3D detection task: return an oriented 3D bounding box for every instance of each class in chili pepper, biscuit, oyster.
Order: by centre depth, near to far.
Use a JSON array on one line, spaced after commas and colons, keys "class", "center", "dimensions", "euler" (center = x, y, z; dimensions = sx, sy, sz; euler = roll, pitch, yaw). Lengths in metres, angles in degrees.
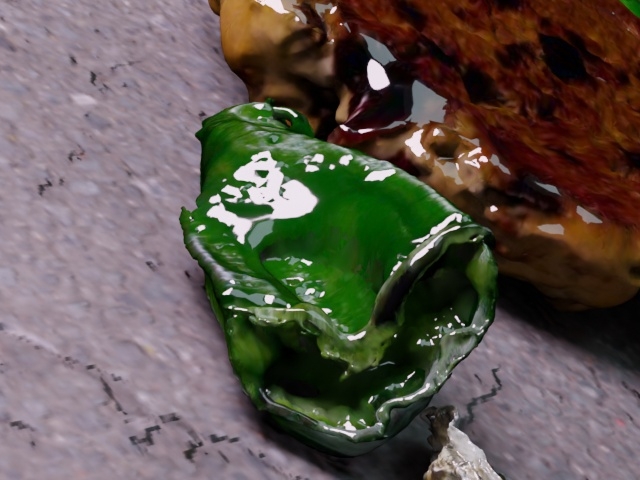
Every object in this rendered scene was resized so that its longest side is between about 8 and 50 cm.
[{"class": "oyster", "center": [0.065, 0.108, 0.708], "dimensions": [0.098, 0.037, 0.100], "euler": [50, 6, -3]}, {"class": "chili pepper", "center": [0.000, -0.002, 0.768], "dimensions": [0.108, 0.062, 0.216], "euler": [-20, 37, -6]}, {"class": "biscuit", "center": [0.084, -0.070, 0.969], "dimensions": [0.334, 0.081, 0.289], "euler": [25, 32, -17]}]

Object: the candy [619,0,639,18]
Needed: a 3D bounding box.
[{"class": "candy", "center": [0.128, -0.148, 1.160], "dimensions": [0.203, 0.078, 0.141], "euler": [14, 18, -8]}]
